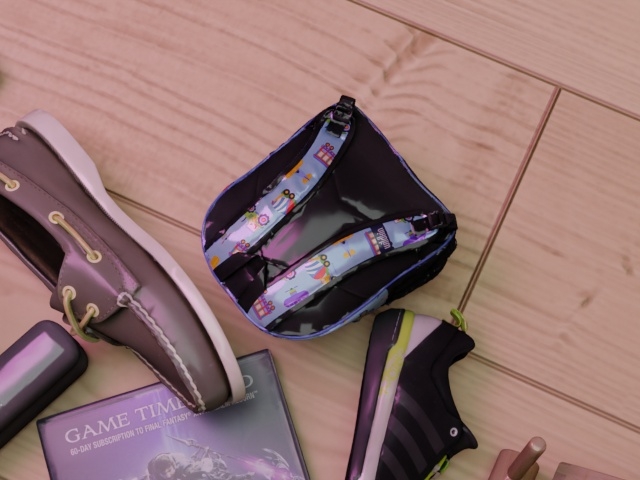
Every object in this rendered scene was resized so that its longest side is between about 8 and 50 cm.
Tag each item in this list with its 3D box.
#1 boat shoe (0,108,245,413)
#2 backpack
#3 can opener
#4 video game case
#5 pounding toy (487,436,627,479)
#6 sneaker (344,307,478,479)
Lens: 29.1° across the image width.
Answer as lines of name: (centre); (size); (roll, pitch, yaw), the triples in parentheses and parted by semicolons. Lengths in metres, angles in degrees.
boat shoe: (-0.176, 0.027, 0.963); (0.091, 0.109, 0.305); (-32, 67, -26)
backpack: (0.000, 0.000, 0.973); (0.173, 0.117, 0.158); (-38, 78, -9)
can opener: (-0.316, 0.154, 0.958); (0.283, 0.076, 0.095); (-43, 79, -11)
video game case: (-0.093, 0.242, 0.957); (0.196, 0.026, 0.274); (-17, 74, -4)
pounding toy: (0.193, 0.219, 0.890); (0.181, 0.206, 0.094); (36, 73, -34)
sneaker: (0.073, 0.161, 0.945); (0.097, 0.084, 0.234); (10, 75, 1)
